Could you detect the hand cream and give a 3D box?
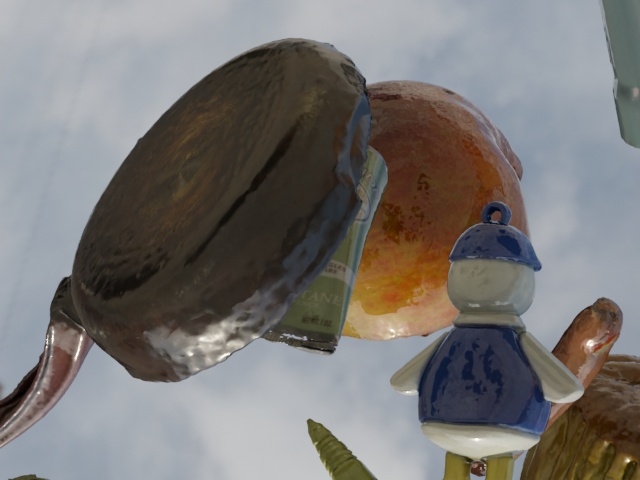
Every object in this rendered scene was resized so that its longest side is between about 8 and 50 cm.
[{"bbox_3d":[0.000,0.000,1.242,0.086,0.055,0.235,12,-144,11],"label":"hand cream"}]

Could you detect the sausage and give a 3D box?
[{"bbox_3d":[0.161,0.108,1.270,0.177,0.047,0.040,-51,-157,29],"label":"sausage"}]

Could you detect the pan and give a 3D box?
[{"bbox_3d":[-0.061,0.010,0.548,0.212,0.040,0.115,-37,-152,40],"label":"pan"}]

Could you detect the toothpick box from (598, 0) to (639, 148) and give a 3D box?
[{"bbox_3d":[0.170,-0.127,0.788,0.101,0.153,0.101,-13,-161,4],"label":"toothpick box"}]

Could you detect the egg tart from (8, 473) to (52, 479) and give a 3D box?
[{"bbox_3d":[-0.215,0.223,1.163,0.197,0.078,0.197,-21,-160,8],"label":"egg tart"}]

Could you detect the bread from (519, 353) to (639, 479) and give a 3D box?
[{"bbox_3d":[0.288,0.181,1.360,0.227,0.253,0.142,-122,-130,-62],"label":"bread"}]

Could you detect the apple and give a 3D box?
[{"bbox_3d":[0.070,-0.061,1.682,0.251,0.163,0.293,-20,-140,3],"label":"apple"}]

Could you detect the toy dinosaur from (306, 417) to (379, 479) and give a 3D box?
[{"bbox_3d":[0.064,0.243,1.397,0.094,0.153,0.259,-35,-133,-6],"label":"toy dinosaur"}]

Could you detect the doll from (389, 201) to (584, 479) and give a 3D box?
[{"bbox_3d":[0.079,0.051,0.832,0.099,0.058,0.143,-2,-100,30],"label":"doll"}]
